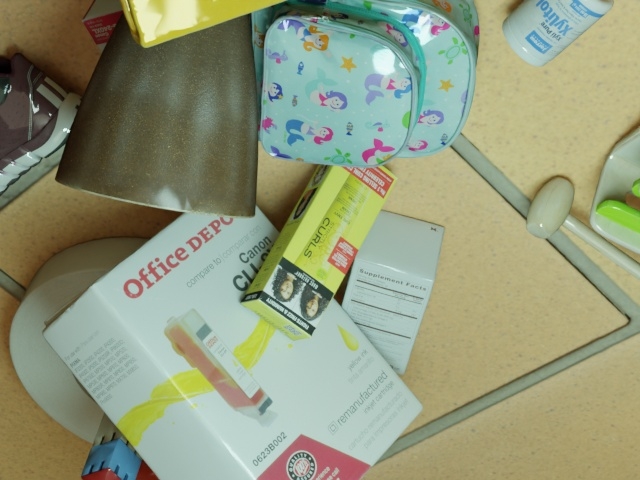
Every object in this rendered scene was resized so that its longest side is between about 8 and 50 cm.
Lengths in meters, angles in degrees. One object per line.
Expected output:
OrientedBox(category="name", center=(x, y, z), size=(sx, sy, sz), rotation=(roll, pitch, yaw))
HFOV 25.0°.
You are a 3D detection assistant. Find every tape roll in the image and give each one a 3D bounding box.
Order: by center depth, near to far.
OrientedBox(category="tape roll", center=(-0.241, 0.161, 2.023), size=(0.392, 0.072, 0.392), rotation=(7, 132, 8))

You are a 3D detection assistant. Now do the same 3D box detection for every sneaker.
OrientedBox(category="sneaker", center=(-0.432, -0.139, 1.795), size=(0.281, 0.106, 0.162), rotation=(-35, 111, 23))

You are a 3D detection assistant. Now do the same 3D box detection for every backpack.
OrientedBox(category="backpack", center=(0.047, -0.193, 1.577), size=(0.253, 0.191, 0.225), rotation=(6, 128, 0))

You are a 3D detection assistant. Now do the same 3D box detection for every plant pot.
OrientedBox(category="plant pot", center=(-0.153, -0.157, 1.521), size=(0.215, 0.215, 0.230), rotation=(11, 96, 3))

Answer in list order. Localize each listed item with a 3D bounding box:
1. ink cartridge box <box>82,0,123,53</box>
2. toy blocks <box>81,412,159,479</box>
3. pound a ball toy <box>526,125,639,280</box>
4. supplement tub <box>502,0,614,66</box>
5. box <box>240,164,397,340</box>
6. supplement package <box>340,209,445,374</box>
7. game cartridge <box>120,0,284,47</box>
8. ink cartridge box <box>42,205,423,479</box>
OrientedBox(category="ink cartridge box", center=(-0.195, -0.225, 1.646), size=(0.063, 0.109, 0.150), rotation=(-11, 127, 24))
OrientedBox(category="toy blocks", center=(-0.164, 0.305, 1.908), size=(0.190, 0.261, 0.381), rotation=(-21, 124, 27))
OrientedBox(category="pound a ball toy", center=(0.430, -0.031, 1.685), size=(0.319, 0.136, 0.208), rotation=(25, 157, -10))
OrientedBox(category="supplement tub", center=(0.256, -0.245, 1.554), size=(0.071, 0.071, 0.107), rotation=(34, 128, -17))
OrientedBox(category="box", center=(0.000, 0.000, 1.722), size=(0.087, 0.232, 0.058), rotation=(37, 158, -18))
OrientedBox(category="supplement package", center=(0.084, 0.065, 1.841), size=(0.105, 0.105, 0.179), rotation=(16, 132, 2))
OrientedBox(category="game cartridge", center=(-0.067, -0.370, 1.396), size=(0.323, 0.052, 0.285), rotation=(-21, 115, -15))
OrientedBox(category="ink cartridge box", center=(-0.104, 0.157, 1.756), size=(0.385, 0.279, 0.160), rotation=(50, 138, -2))
